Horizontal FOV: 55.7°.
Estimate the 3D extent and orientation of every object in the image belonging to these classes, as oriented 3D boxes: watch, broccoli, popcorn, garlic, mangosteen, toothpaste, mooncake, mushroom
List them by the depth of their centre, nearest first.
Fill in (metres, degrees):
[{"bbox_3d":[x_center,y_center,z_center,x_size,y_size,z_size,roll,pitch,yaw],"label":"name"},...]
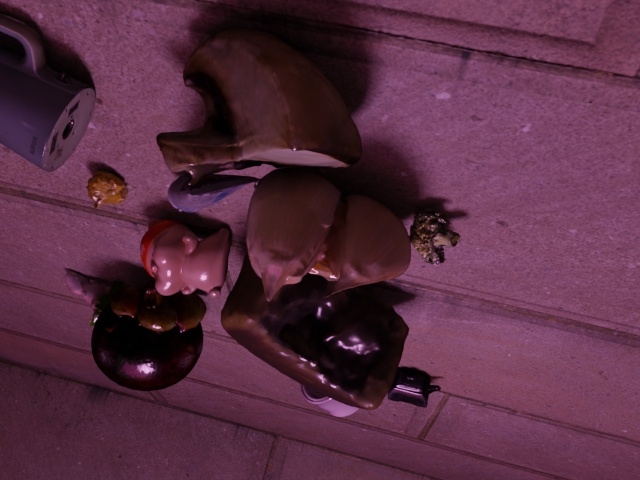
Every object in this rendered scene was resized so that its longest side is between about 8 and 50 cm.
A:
[{"bbox_3d":[-0.074,-0.184,0.884,0.291,0.212,0.217,-15,177,42],"label":"mushroom"},{"bbox_3d":[0.000,0.000,1.038,0.286,0.249,0.313,43,178,3],"label":"garlic"},{"bbox_3d":[-0.208,-0.088,1.067,0.113,0.073,0.299,-14,-173,-25],"label":"toothpaste"},{"bbox_3d":[0.202,-0.004,1.077,0.092,0.097,0.095,22,-171,39],"label":"broccoli"},{"bbox_3d":[-0.456,-0.113,1.277,0.084,0.084,0.084,13,151,7],"label":"popcorn"},{"bbox_3d":[-0.015,0.174,1.331,0.392,0.246,0.394,15,152,22],"label":"mooncake"},{"bbox_3d":[0.023,0.353,1.653,0.248,0.218,0.210,-15,138,43],"label":"watch"},{"bbox_3d":[-0.471,0.250,1.686,0.306,0.307,0.347,21,120,-7],"label":"mangosteen"}]

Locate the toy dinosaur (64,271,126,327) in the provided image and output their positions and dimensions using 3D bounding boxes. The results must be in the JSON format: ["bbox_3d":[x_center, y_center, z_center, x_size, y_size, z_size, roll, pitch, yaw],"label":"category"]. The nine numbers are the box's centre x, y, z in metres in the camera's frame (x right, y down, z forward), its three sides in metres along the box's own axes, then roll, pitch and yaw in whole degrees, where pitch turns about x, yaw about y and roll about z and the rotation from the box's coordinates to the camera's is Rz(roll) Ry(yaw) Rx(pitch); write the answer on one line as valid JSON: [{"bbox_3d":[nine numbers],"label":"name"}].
[{"bbox_3d":[-0.681,0.186,1.827,0.176,0.152,0.194,4,143,39],"label":"toy dinosaur"}]

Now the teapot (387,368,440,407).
[{"bbox_3d":[0.264,0.424,1.787,0.177,0.087,0.096,11,143,11],"label":"teapot"}]

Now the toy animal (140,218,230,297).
[{"bbox_3d":[-0.303,0.036,1.349,0.197,0.172,0.171,10,150,6],"label":"toy animal"}]

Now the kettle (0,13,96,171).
[{"bbox_3d":[-0.508,-0.257,0.977,0.243,0.160,0.211,29,131,-8],"label":"kettle"}]
